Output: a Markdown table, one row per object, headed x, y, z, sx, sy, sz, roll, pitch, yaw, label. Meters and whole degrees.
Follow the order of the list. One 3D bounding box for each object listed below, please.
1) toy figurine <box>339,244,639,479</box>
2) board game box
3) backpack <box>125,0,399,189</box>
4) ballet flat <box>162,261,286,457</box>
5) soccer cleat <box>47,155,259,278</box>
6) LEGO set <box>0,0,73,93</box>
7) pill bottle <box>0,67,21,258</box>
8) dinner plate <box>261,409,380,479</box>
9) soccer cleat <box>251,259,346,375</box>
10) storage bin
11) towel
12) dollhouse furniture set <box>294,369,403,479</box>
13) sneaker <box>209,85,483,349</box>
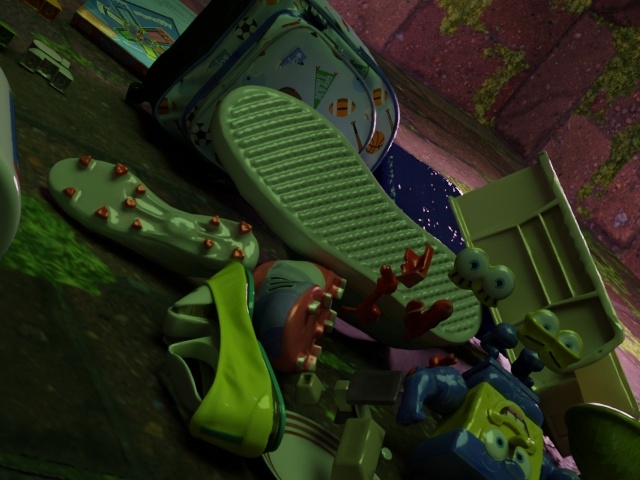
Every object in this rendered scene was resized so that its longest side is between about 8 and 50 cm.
| x | y | z | sx | sy | sz | roll | pitch | yaw | label |
| --- | --- | --- | --- | --- | --- | --- | --- | --- | --- |
| 0.156 | 0.203 | 1.059 | 0.362 | 0.191 | 0.217 | 42 | 44 | -17 | toy figurine |
| -0.180 | -0.244 | 1.526 | 0.281 | 0.027 | 0.145 | 38 | 45 | -6 | board game box |
| -0.039 | -0.162 | 1.340 | 0.263 | 0.276 | 0.213 | 37 | 19 | -35 | backpack |
| -0.082 | 0.080 | 0.880 | 0.077 | 0.077 | 0.231 | 7 | 27 | -16 | ballet flat |
| -0.150 | -0.010 | 1.005 | 0.196 | 0.076 | 0.068 | 23 | 58 | -7 | soccer cleat |
| -0.343 | -0.267 | 1.220 | 0.227 | 0.087 | 0.093 | 36 | 16 | -19 | LEGO set |
| -0.266 | -0.070 | 0.762 | 0.124 | 0.124 | 0.221 | 31 | 17 | -29 | pill bottle |
| 0.002 | 0.184 | 0.873 | 0.141 | 0.017 | 0.141 | 37 | 14 | -11 | dinner plate |
| -0.036 | 0.061 | 1.018 | 0.095 | 0.083 | 0.248 | 14 | 9 | 6 | soccer cleat |
| 0.266 | 0.084 | 1.318 | 0.262 | 0.123 | 0.260 | 56 | 15 | -58 | storage bin |
| 0.170 | 0.020 | 1.536 | 0.308 | 0.076 | 0.227 | 33 | 40 | -32 | towel |
| 0.019 | 0.170 | 0.903 | 0.114 | 0.091 | 0.081 | -68 | 150 | -52 | dollhouse furniture set |
| 0.000 | 0.000 | 1.193 | 0.366 | 0.150 | 0.135 | 46 | 51 | -18 | sneaker |
